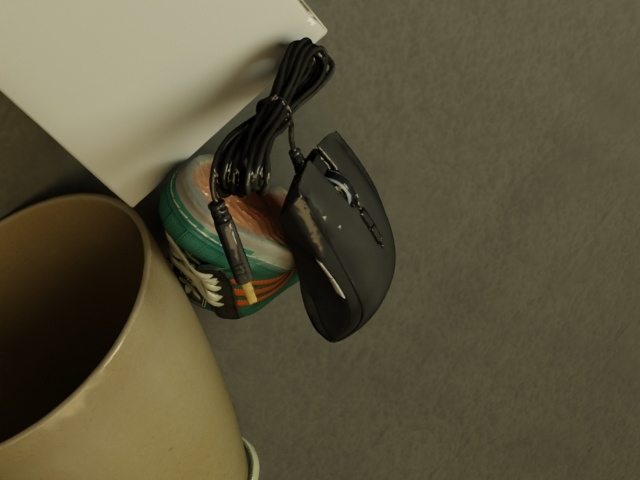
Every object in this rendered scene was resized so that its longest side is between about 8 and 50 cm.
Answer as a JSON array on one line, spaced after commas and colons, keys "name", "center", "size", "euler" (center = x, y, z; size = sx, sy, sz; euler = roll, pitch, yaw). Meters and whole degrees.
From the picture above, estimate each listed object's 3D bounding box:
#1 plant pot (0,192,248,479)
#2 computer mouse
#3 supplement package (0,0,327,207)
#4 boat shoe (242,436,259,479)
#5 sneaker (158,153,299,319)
[{"name": "plant pot", "center": [-0.181, 0.143, 1.010], "size": [0.256, 0.256, 0.274], "euler": [-37, 131, -1]}, {"name": "computer mouse", "center": [0.000, 0.000, 0.884], "size": [0.184, 0.060, 0.262], "euler": [-57, 144, -43]}, {"name": "supplement package", "center": [-0.164, -0.195, 0.870], "size": [0.204, 0.145, 0.262], "euler": [-42, 129, 2]}, {"name": "boat shoe", "center": [-0.221, 0.282, 1.162], "size": [0.340, 0.127, 0.113], "euler": [-29, 141, 4]}, {"name": "sneaker", "center": [-0.077, 0.013, 1.001], "size": [0.121, 0.108, 0.302], "euler": [-40, 166, 8]}]
